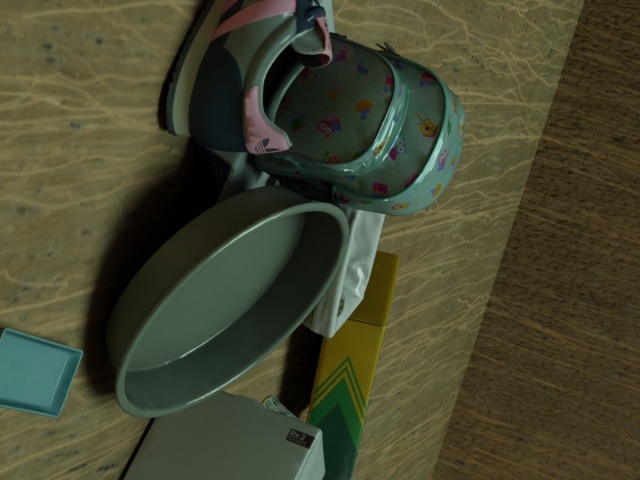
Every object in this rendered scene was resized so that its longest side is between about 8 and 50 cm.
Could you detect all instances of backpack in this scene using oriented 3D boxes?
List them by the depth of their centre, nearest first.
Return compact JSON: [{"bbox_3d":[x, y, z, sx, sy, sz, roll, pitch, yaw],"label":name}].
[{"bbox_3d":[0.043,-0.113,1.751,0.144,0.188,0.166,52,58,-71],"label":"backpack"}]

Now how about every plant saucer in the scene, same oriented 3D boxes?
[{"bbox_3d":[-0.257,0.116,1.539,0.192,0.018,0.067,39,71,-75],"label":"plant saucer"}]

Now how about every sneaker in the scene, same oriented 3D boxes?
[{"bbox_3d":[-0.033,-0.228,1.690,0.112,0.131,0.319,44,66,-74],"label":"sneaker"}]

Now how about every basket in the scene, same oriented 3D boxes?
[{"bbox_3d":[0.000,0.000,1.907,0.113,0.103,0.167,-47,153,-57],"label":"basket"}]

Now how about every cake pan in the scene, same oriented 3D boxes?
[{"bbox_3d":[-0.099,0.057,1.755,0.293,0.054,0.293,-36,156,-18],"label":"cake pan"}]

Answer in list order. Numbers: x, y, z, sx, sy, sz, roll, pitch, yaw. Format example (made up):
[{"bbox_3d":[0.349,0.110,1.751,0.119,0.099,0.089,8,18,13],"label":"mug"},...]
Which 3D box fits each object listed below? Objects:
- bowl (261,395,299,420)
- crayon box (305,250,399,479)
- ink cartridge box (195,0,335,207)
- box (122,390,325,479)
[{"bbox_3d":[-0.058,0.302,2.376,0.170,0.080,0.170,19,90,-76],"label":"bowl"},{"bbox_3d":[0.043,0.152,2.462,0.203,0.083,0.323,-73,174,-61],"label":"crayon box"},{"bbox_3d":[-0.065,-0.076,1.903,0.307,0.072,0.303,-61,164,-25],"label":"ink cartridge box"},{"bbox_3d":[-0.111,0.274,1.945,0.119,0.181,0.182,84,29,-57],"label":"box"}]
